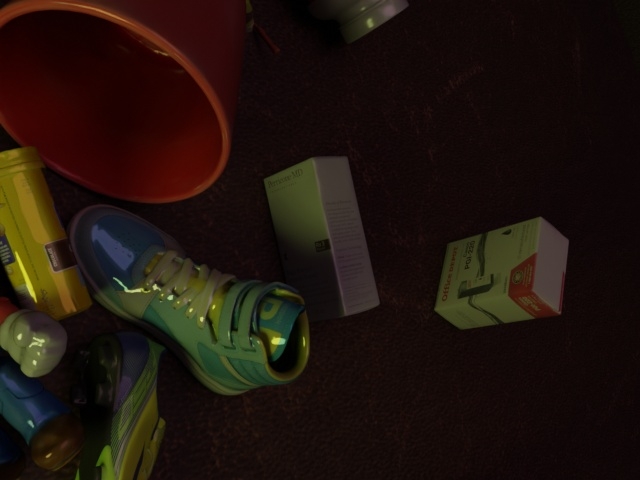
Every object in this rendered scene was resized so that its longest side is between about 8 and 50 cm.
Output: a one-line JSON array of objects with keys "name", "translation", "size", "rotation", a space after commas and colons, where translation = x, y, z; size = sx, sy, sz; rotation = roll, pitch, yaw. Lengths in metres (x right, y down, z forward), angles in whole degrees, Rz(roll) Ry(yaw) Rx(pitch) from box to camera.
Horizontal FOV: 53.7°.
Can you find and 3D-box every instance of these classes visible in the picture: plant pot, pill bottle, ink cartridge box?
[{"name": "plant pot", "translation": [-0.207, -0.220, 0.731], "size": [0.275, 0.275, 0.243], "rotation": [36, 46, -31]}, {"name": "pill bottle", "translation": [0.015, -0.502, 1.047], "size": [0.181, 0.181, 0.323], "rotation": [-46, 110, -40]}, {"name": "ink cartridge box", "translation": [0.328, 0.065, 1.162], "size": [0.092, 0.218, 0.159], "rotation": [33, 58, -26]}]

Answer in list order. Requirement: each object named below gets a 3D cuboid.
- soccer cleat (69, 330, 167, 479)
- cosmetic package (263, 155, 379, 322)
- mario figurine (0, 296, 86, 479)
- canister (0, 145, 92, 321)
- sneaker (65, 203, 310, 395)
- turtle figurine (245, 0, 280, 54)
[{"name": "soccer cleat", "translation": [-0.215, 0.246, 0.697], "size": [0.121, 0.093, 0.289], "rotation": [17, 69, -52]}, {"name": "cosmetic package", "translation": [0.000, 0.000, 0.945], "size": [0.085, 0.117, 0.231], "rotation": [-11, 86, -45]}, {"name": "mario figurine", "translation": [-0.358, 0.104, 0.550], "size": [0.198, 0.170, 0.321], "rotation": [-46, 112, -38]}, {"name": "canister", "translation": [-0.301, 0.000, 0.658], "size": [0.073, 0.126, 0.170], "rotation": [-21, 96, -25]}, {"name": "sneaker", "translation": [-0.134, 0.059, 0.741], "size": [0.319, 0.208, 0.127], "rotation": [45, 53, -24]}, {"name": "turtle figurine", "translation": [-0.159, -0.393, 0.921], "size": [0.217, 0.087, 0.270], "rotation": [-28, 98, -44]}]
